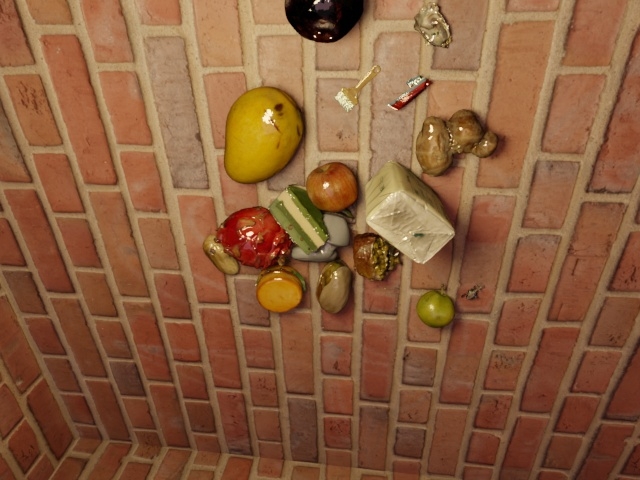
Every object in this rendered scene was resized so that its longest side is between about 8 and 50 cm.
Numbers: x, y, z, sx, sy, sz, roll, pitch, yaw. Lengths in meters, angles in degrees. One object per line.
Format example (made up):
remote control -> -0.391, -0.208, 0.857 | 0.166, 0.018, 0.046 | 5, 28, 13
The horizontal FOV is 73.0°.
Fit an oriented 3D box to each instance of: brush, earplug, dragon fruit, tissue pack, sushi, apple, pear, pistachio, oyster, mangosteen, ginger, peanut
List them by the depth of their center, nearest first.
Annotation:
mangosteen -> 0.020, -0.806, 1.437 | 0.233, 0.287, 0.287 | 31, 120, -20
oyster -> 0.393, -0.739, 1.520 | 0.108, 0.053, 0.165 | -38, 101, -2
ginger -> 0.512, -0.380, 1.651 | 0.304, 0.155, 0.244 | -16, 114, 18
brush -> 0.150, -0.594, 1.667 | 0.083, 0.011, 0.205 | 43, 116, -15
tissue pack -> 0.335, -0.124, 1.698 | 0.297, 0.380, 0.207 | 36, 114, -11
apple -> 0.048, -0.219, 1.783 | 0.211, 0.211, 0.187 | -14, 117, 16
dragon fruit -> -0.286, -0.012, 1.926 | 0.343, 0.277, 0.277 | 31, 120, -4
earplug -> 0.004, 0.011, 1.939 | 0.214, 0.174, 0.325 | 6, 143, -39
sushi -> 0.248, 0.071, 1.961 | 0.179, 0.167, 0.296 | 2, 116, 34
pear -> 0.556, 0.307, 2.054 | 0.180, 0.166, 0.216 | 23, 99, 10
pistachio -> 0.077, 0.228, 2.069 | 0.197, 0.166, 0.287 | -7, 129, -31
peanut -> -0.476, 0.076, 2.095 | 0.120, 0.110, 0.236 | -30, 114, 8

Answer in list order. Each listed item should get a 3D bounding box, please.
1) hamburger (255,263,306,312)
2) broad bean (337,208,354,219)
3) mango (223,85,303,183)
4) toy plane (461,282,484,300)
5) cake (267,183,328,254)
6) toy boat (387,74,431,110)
hamburger -> -0.195, 0.221, 2.102 | 0.246, 0.170, 0.245 | -2, 126, -3
broad bean -> 0.047, -0.136, 1.933 | 0.227, 0.039, 0.069 | 16, 127, -1
mango -> -0.251, -0.399, 1.724 | 0.301, 0.220, 0.445 | 34, 122, -14
toy plane -> 0.728, 0.247, 2.056 | 0.049, 0.031, 0.121 | 43, 120, -6
cake -> -0.058, -0.091, 1.858 | 0.158, 0.172, 0.283 | -43, 80, 29
toy boat -> 0.329, -0.557, 1.629 | 0.173, 0.069, 0.058 | -37, 88, 24
